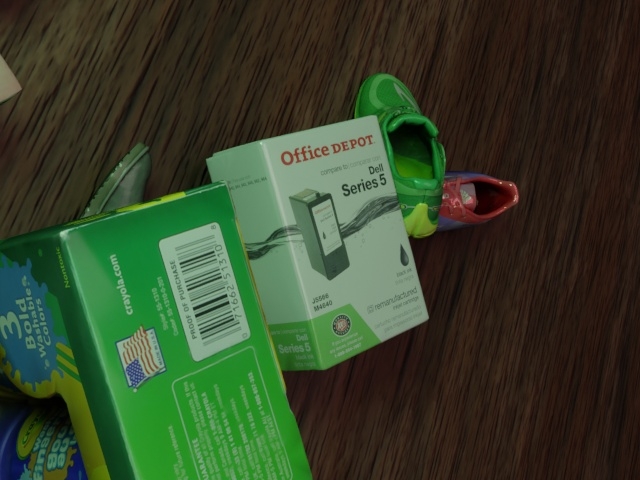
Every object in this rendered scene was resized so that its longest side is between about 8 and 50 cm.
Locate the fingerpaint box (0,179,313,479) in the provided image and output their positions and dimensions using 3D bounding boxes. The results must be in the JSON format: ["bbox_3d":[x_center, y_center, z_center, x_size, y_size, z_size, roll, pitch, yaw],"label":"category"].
[{"bbox_3d":[-0.189,0.204,0.794,0.163,0.371,0.444,-21,99,-43],"label":"fingerpaint box"}]

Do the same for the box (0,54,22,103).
[{"bbox_3d":[-0.413,-0.191,0.817,0.148,0.127,0.232,-44,112,-36],"label":"box"}]

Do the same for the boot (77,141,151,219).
[{"bbox_3d":[-0.170,0.020,1.000,0.208,0.076,0.189,32,83,-12],"label":"boot"}]

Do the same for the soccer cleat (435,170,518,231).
[{"bbox_3d":[0.155,-0.057,1.306,0.318,0.116,0.108,-6,88,-42],"label":"soccer cleat"}]

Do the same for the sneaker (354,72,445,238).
[{"bbox_3d":[0.120,-0.137,1.227,0.109,0.123,0.295,3,47,-15],"label":"sneaker"}]

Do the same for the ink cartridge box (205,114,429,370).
[{"bbox_3d":[0.000,0.000,1.102,0.198,0.115,0.273,-19,96,-42],"label":"ink cartridge box"}]
